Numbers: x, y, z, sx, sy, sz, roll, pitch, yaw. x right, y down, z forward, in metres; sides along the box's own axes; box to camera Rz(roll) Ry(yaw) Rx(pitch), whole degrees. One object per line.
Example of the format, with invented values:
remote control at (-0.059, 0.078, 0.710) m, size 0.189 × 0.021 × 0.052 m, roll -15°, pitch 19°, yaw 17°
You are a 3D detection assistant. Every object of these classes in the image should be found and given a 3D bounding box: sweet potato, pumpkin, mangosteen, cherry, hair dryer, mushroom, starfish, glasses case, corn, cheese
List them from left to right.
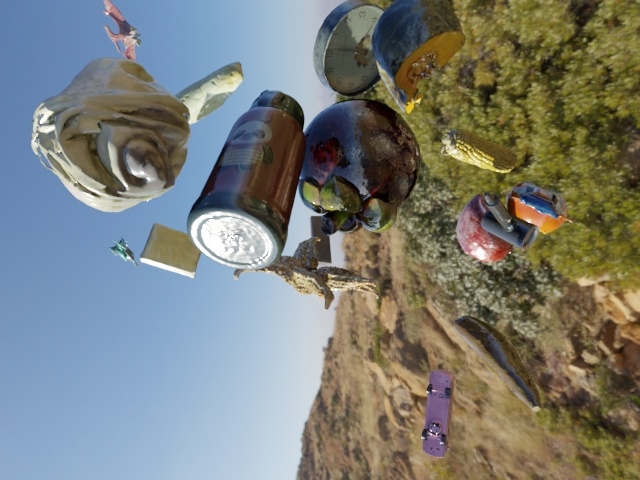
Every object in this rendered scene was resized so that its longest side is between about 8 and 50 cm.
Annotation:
mushroom at (-0.356, -0.424, 1.267) m, size 0.107 × 0.332 × 0.088 m, roll 25°, pitch -130°, yaw -61°
glasses case at (0.000, -0.001, 1.573) m, size 0.042 × 0.071 × 0.191 m, roll 116°, pitch 152°, yaw -66°
starfish at (0.007, 0.083, 0.988) m, size 0.301 × 0.293 × 0.084 m, roll -15°, pitch -62°, yaw -50°
mangosteen at (0.078, -0.169, 0.971) m, size 0.300 × 0.299 × 0.301 m, roll -2°, pitch -90°, yaw -88°
pumpkin at (0.233, -0.447, 1.004) m, size 0.140 × 0.189 × 0.280 m, roll 61°, pitch -168°, yaw 14°
corn at (0.544, -0.294, 1.427) m, size 0.106 × 0.292 × 0.107 m, roll -165°, pitch 90°, yaw -70°
cherry at (0.539, -0.041, 1.394) m, size 0.192 × 0.174 × 0.250 m, roll -74°, pitch -32°, yaw -63°
hair dryer at (0.428, -0.067, 1.022) m, size 0.255 × 0.070 × 0.128 m, roll 32°, pitch -176°, yaw -45°
sweet potato at (0.374, 0.238, 0.875) m, size 0.244 × 0.077 × 0.077 m, roll -129°, pitch 30°, yaw -52°
cheese at (0.653, -0.100, 1.275) m, size 0.329 × 0.216 × 0.130 m, roll -8°, pitch -57°, yaw -64°

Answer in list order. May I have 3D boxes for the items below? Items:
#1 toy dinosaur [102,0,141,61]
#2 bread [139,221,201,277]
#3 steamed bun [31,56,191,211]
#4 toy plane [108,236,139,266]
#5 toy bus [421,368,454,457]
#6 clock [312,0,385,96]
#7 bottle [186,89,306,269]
toy dinosaur at (-0.522, -0.542, 1.125) m, size 0.220 × 0.108 × 0.032 m, roll 81°, pitch -151°, yaw -45°
bread at (-0.477, 0.031, 1.374) m, size 0.060 × 0.178 × 0.140 m, roll 167°, pitch 120°, yaw -73°
steamed bun at (-0.364, -0.183, 0.818) m, size 0.280 × 0.207 × 0.268 m, roll -45°, pitch -23°, yaw -19°
toy plane at (-0.762, 0.041, 1.634) m, size 0.060 × 0.096 × 0.235 m, roll -45°, pitch -9°, yaw -20°
toy bus at (0.302, 0.434, 1.077) m, size 0.090 × 0.063 × 0.204 m, roll 16°, pitch -100°, yaw -62°
clock at (0.120, -0.643, 1.434) m, size 0.061 × 0.312 × 0.313 m, roll 47°, pitch 153°, yaw 38°
bottle at (-0.101, -0.122, 0.701) m, size 0.144 × 0.143 × 0.337 m, roll 87°, pitch -171°, yaw -48°
